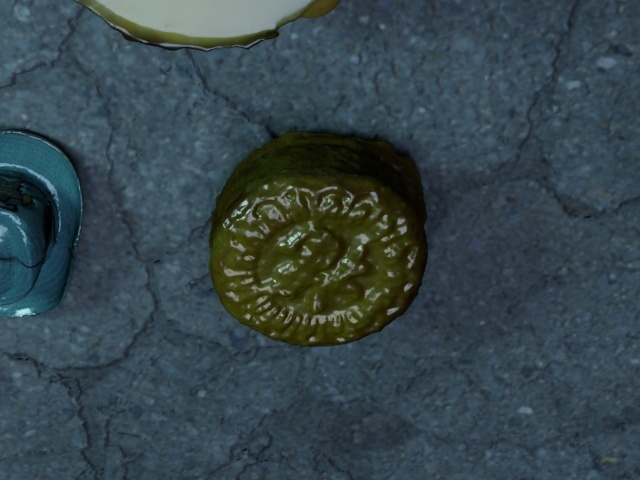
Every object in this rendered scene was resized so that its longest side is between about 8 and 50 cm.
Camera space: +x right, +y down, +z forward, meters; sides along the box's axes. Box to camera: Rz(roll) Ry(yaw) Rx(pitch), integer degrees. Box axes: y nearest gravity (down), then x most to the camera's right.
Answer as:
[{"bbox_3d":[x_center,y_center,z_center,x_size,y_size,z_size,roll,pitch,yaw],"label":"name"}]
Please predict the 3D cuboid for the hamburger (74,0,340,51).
[{"bbox_3d":[-0.071,-0.271,1.192,0.261,0.186,0.302,-30,110,13],"label":"hamburger"}]

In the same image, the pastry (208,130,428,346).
[{"bbox_3d":[0.000,0.000,1.422,0.189,0.103,0.188,-2,124,-3],"label":"pastry"}]

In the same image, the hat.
[{"bbox_3d":[-0.272,0.005,1.421,0.138,0.078,0.191,14,121,-11],"label":"hat"}]
